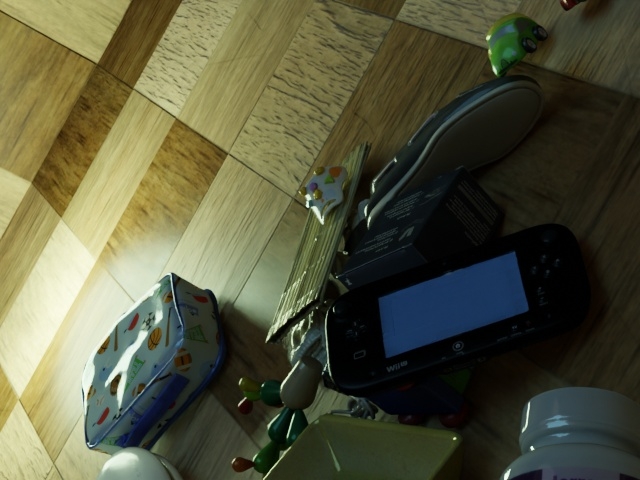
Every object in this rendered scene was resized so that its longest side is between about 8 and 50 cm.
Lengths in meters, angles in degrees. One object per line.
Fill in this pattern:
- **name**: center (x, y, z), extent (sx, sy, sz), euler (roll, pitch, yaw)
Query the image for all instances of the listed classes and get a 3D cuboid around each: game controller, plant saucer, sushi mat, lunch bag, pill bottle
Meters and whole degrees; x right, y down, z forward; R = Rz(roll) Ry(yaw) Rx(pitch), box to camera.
- **game controller**: center (0.157, 0.083, 1.715), extent (0.319, 0.067, 0.166), euler (-20, 32, 13)
- **plant saucer**: center (0.004, 0.365, 1.759), extent (0.333, 0.081, 0.333), euler (-48, 21, -23)
- **sushi mat**: center (0.000, 0.000, 2.178), extent (0.151, 0.019, 0.317), euler (-43, 22, 48)
- **lunch bag**: center (-0.281, 0.220, 2.429), extent (0.303, 0.115, 0.243), euler (-50, 32, 20)
- **pill bottle**: center (0.247, 0.299, 1.392), extent (0.169, 0.169, 0.302), euler (-32, 40, 44)

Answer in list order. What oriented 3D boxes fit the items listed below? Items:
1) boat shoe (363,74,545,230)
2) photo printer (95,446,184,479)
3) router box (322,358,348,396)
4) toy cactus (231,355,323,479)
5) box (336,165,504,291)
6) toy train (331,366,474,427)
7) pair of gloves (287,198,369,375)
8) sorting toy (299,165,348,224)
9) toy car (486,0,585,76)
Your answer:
- **boat shoe**: center (0.167, -0.128, 1.979), extent (0.335, 0.112, 0.095), euler (-46, 36, 35)
- **photo printer**: center (-0.306, 0.476, 2.240), extent (0.307, 0.107, 0.256), euler (-60, 27, 4)
- **router box**: center (0.037, 0.153, 1.959), extent (0.122, 0.038, 0.092), euler (82, -151, -76)
- **toy cactus**: center (-0.056, 0.236, 2.014), extent (0.180, 0.112, 0.219), euler (-65, 24, 22)
- **box**: center (0.129, 0.007, 1.890), extent (0.156, 0.093, 0.158), euler (-25, 22, 50)
- **toy train**: center (0.106, 0.152, 1.852), extent (0.248, 0.105, 0.143), euler (-12, 44, 58)
- **pair of gloves**: center (0.022, 0.076, 2.114), extent (0.240, 0.042, 0.204), euler (-49, 30, 25)
- **sorting toy**: center (0.008, -0.063, 2.177), extent (0.083, 0.045, 0.075), euler (-53, 36, 24)
- **toy car**: center (0.269, -0.280, 1.898), extent (0.239, 0.053, 0.225), euler (-39, 5, 39)
